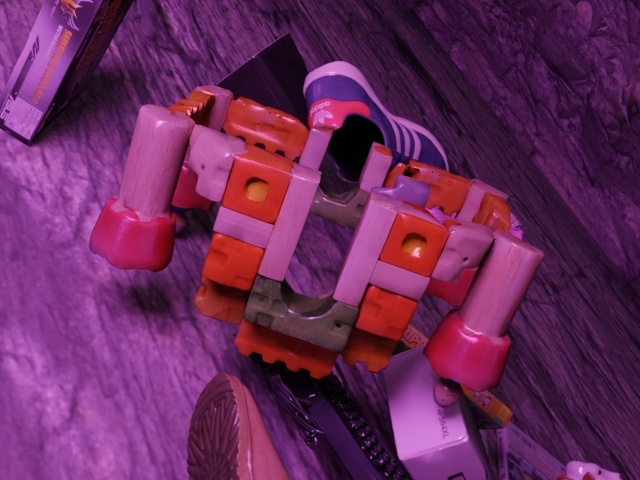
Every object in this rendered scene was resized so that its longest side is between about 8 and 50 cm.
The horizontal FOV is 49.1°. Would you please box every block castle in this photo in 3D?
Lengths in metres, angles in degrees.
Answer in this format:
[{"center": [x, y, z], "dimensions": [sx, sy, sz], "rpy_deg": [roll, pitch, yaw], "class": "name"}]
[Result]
[{"center": [0.000, 0.000, 0.810], "dimensions": [0.453, 0.212, 0.303], "rpy_deg": [20, 19, -3], "class": "block castle"}]

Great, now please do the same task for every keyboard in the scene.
[{"center": [0.005, 0.186, 0.808], "dimensions": [0.201, 0.033, 0.317], "rpy_deg": [31, 15, -52], "class": "keyboard"}]

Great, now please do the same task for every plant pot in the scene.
[{"center": [-0.098, -0.204, 1.153], "dimensions": [0.167, 0.188, 0.187], "rpy_deg": [54, 26, -14], "class": "plant pot"}]

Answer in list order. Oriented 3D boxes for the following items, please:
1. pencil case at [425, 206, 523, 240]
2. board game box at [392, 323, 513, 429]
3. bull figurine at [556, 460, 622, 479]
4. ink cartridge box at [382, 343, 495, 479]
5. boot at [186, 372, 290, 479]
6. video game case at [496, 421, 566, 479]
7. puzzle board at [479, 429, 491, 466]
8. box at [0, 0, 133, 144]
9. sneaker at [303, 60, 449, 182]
[{"center": [0.233, -0.009, 1.320], "dimensions": [0.386, 0.167, 0.160], "rpy_deg": [1, 31, -49], "class": "pencil case"}, {"center": [0.144, 0.179, 1.012], "dimensions": [0.259, 0.124, 0.039], "rpy_deg": [39, 68, -3], "class": "board game box"}, {"center": [0.351, 0.437, 0.948], "dimensions": [0.310, 0.101, 0.188], "rpy_deg": [-23, 71, -45], "class": "bull figurine"}, {"center": [0.154, 0.249, 0.882], "dimensions": [0.148, 0.086, 0.203], "rpy_deg": [-97, 163, -50], "class": "ink cartridge box"}, {"center": [-0.005, 0.276, 0.744], "dimensions": [0.269, 0.089, 0.236], "rpy_deg": [25, 37, -37], "class": "boot"}, {"center": [0.356, 0.403, 1.105], "dimensions": [0.201, 0.023, 0.183], "rpy_deg": [40, 29, -11], "class": "video game case"}, {"center": [0.223, 0.315, 1.055], "dimensions": [0.096, 0.011, 0.128], "rpy_deg": [36, 29, -17], "class": "puzzle board"}, {"center": [-0.306, -0.252, 0.872], "dimensions": [0.056, 0.231, 0.183], "rpy_deg": [34, 30, -14], "class": "box"}, {"center": [0.097, -0.139, 1.165], "dimensions": [0.350, 0.131, 0.148], "rpy_deg": [30, 47, -39], "class": "sneaker"}]
